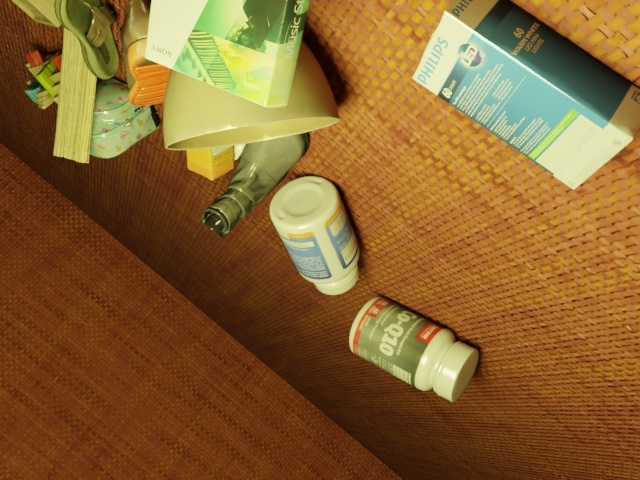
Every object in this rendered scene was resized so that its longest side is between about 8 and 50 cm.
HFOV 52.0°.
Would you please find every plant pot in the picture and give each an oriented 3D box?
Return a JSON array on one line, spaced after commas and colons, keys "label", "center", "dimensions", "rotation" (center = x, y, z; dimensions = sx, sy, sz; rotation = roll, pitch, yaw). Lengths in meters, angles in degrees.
[{"label": "plant pot", "center": [-0.125, -0.263, 1.060], "dimensions": [0.284, 0.284, 0.190], "rotation": [-4, 98, 58]}]

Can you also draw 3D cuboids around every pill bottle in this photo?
[{"label": "pill bottle", "center": [0.000, 0.000, 1.453], "dimensions": [0.152, 0.152, 0.272], "rotation": [23, 152, 33]}, {"label": "pill bottle", "center": [0.226, 0.262, 1.592], "dimensions": [0.283, 0.161, 0.161], "rotation": [24, 153, 30]}]

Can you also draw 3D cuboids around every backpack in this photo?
[{"label": "backpack", "center": [-0.518, -0.300, 1.623], "dimensions": [0.166, 0.188, 0.144], "rotation": [28, 155, 27]}]

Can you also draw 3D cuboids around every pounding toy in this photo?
[{"label": "pounding toy", "center": [-0.636, -0.564, 1.455], "dimensions": [0.141, 0.100, 0.130], "rotation": [24, 168, 36]}]

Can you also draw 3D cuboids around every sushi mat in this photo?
[{"label": "sushi mat", "center": [-0.577, -0.348, 1.549], "dimensions": [0.151, 0.316, 0.019], "rotation": [14, -171, 40]}]

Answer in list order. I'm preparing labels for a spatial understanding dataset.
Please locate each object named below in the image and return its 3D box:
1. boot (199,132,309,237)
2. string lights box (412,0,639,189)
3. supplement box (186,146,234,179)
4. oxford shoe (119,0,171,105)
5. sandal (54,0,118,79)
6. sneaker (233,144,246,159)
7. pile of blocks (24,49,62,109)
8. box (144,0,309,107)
[{"label": "boot", "center": [-0.145, -0.123, 1.347], "dimensions": [0.118, 0.222, 0.338], "rotation": [37, 157, 5]}, {"label": "string lights box", "center": [0.254, -0.189, 0.815], "dimensions": [0.260, 0.076, 0.133], "rotation": [37, 157, 5]}, {"label": "supplement box", "center": [-0.229, -0.246, 1.339], "dimensions": [0.078, 0.080, 0.233], "rotation": [27, 135, 27]}, {"label": "oxford shoe", "center": [-0.350, -0.378, 1.365], "dimensions": [0.364, 0.130, 0.132], "rotation": [155, 99, -72]}, {"label": "sandal", "center": [-0.467, -0.455, 1.384], "dimensions": [0.086, 0.120, 0.302], "rotation": [16, 160, 9]}, {"label": "sneaker", "center": [-0.237, -0.222, 1.490], "dimensions": [0.235, 0.090, 0.094], "rotation": [0, 126, 53]}, {"label": "pile of blocks", "center": [-0.732, -0.438, 1.739], "dimensions": [0.362, 0.149, 0.112], "rotation": [13, 146, 47]}, {"label": "box", "center": [-0.112, -0.359, 0.841], "dimensions": [0.232, 0.058, 0.321], "rotation": [26, 117, 27]}]
